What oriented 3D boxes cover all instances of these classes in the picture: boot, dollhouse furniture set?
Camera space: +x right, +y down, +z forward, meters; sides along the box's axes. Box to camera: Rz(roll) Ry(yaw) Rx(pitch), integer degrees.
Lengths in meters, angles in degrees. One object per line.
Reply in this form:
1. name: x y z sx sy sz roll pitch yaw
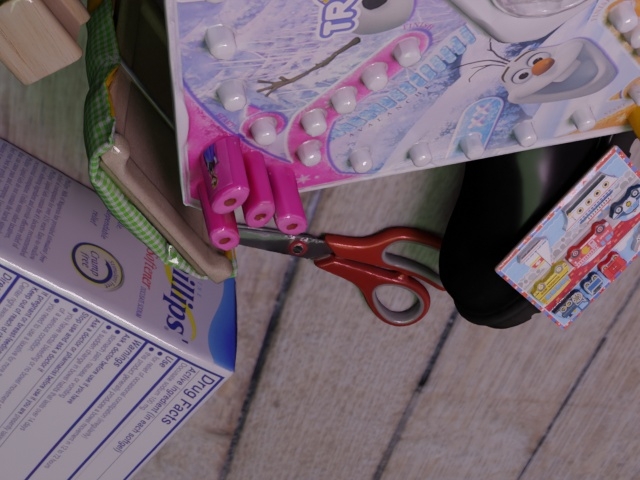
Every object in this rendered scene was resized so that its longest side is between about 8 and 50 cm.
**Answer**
1. boot: 0.104 -0.104 0.658 0.260 0.131 0.348 13 112 -22
2. dollhouse furniture set: -0.188 -0.105 0.566 0.151 0.197 0.301 -17 139 16

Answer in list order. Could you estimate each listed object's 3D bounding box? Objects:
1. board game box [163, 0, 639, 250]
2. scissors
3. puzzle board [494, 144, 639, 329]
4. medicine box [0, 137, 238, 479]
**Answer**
1. board game box: 0.121 -0.139 0.416 0.390 0.050 0.390 -12 152 -13
2. scissors: 0.000 0.000 0.796 0.297 0.021 0.109 24 122 -19
3. puzzle board: 0.207 0.002 0.658 0.096 0.011 0.128 37 100 -32
4. medicine box: -0.263 0.089 0.752 0.289 0.149 0.263 32 116 -24
